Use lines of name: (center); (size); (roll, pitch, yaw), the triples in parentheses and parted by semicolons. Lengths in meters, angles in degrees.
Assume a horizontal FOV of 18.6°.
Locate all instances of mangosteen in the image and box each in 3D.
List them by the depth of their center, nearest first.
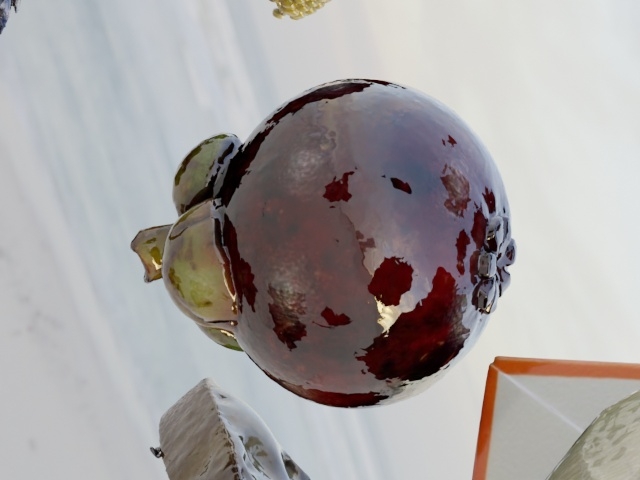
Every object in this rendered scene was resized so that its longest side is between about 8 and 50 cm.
mangosteen: (0.000, 0.000, 1.003); (0.200, 0.200, 0.200); (-17, 90, -90)

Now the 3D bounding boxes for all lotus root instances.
lotus root: (-0.017, 0.198, 1.152); (0.260, 0.074, 0.170); (51, 9, 6)

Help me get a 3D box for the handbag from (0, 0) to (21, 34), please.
handbag: (-0.303, -0.200, 1.263); (0.127, 0.229, 0.207); (-154, -128, -68)

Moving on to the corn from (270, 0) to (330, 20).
corn: (0.040, -0.259, 1.465); (0.080, 0.238, 0.080); (45, 16, -17)

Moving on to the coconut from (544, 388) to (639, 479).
coconut: (0.154, 0.132, 0.731); (0.171, 0.183, 0.171); (-6, 90, -72)

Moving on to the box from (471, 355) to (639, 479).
box: (0.245, 0.259, 0.977); (0.257, 0.319, 0.348); (39, 55, -59)
